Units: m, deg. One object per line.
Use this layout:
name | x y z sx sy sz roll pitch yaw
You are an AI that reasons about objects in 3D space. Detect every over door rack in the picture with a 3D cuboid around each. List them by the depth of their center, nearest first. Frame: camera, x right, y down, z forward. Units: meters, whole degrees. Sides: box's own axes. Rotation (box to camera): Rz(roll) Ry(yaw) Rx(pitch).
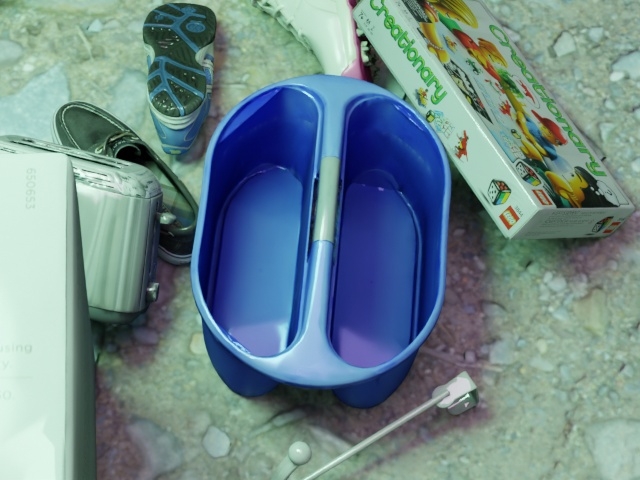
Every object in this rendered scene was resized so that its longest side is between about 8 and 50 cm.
over door rack | 0.072 0.276 1.474 0.324 0.108 0.239 -26 67 -18

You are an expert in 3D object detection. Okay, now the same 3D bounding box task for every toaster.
toaster | -0.256 -0.014 1.570 0.227 0.129 0.146 14 97 5

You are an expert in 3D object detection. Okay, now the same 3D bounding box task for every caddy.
caddy | 0.000 0.000 1.580 0.241 0.179 0.341 6 61 -2

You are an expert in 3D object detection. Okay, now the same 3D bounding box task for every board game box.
board game box | 0.179 -0.133 1.682 0.193 0.053 0.305 -2 53 -51

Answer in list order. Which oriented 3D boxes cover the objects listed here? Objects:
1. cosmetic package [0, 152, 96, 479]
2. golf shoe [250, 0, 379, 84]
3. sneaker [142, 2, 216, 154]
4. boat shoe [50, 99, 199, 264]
cosmetic package | -0.354 0.165 1.336 0.329 0.394 0.327 -2 61 -6
golf shoe | -0.023 -0.269 1.781 0.140 0.115 0.306 -17 61 5
sneaker | -0.153 -0.178 1.728 0.080 0.081 0.211 5 43 0
boat shoe | -0.197 -0.072 1.661 0.080 0.076 0.228 -32 69 -20
